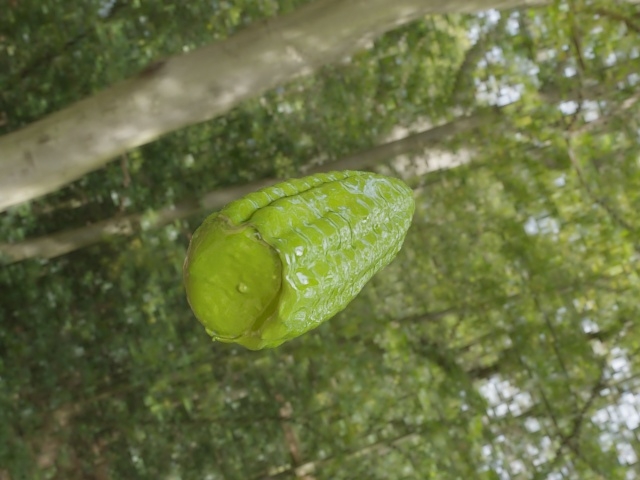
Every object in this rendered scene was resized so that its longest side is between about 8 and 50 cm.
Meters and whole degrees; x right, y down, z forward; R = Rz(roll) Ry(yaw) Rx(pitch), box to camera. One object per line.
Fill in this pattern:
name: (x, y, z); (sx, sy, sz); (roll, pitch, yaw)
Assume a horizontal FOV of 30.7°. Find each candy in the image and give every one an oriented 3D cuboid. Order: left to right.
candy: (0.000, 0.000, 0.770); (0.097, 0.209, 0.096); (13, -66, 31)
